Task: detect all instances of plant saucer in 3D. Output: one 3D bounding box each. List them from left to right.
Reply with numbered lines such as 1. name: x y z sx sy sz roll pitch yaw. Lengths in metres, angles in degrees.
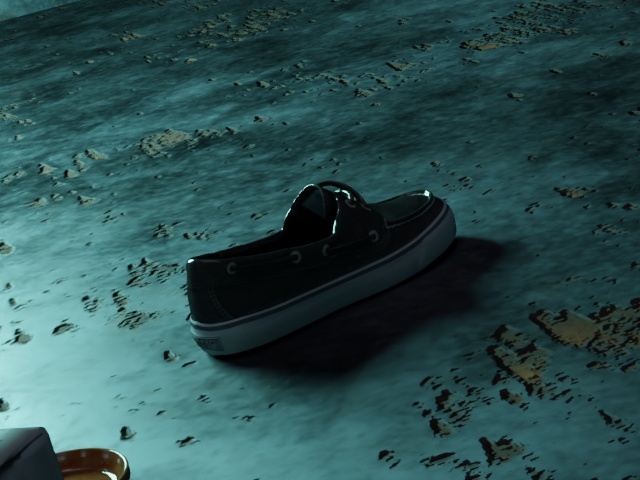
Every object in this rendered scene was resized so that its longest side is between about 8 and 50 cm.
1. plant saucer: -0.143 0.136 0.936 0.083 0.013 0.083 -12 18 4

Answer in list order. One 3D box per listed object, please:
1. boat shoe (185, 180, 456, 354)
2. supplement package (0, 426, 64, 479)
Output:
1. boat shoe: 0.000 0.000 1.159 0.228 0.076 0.080 -25 20 -33
2. supplement package: -0.160 0.196 0.424 0.145 0.204 0.262 -6 18 25
